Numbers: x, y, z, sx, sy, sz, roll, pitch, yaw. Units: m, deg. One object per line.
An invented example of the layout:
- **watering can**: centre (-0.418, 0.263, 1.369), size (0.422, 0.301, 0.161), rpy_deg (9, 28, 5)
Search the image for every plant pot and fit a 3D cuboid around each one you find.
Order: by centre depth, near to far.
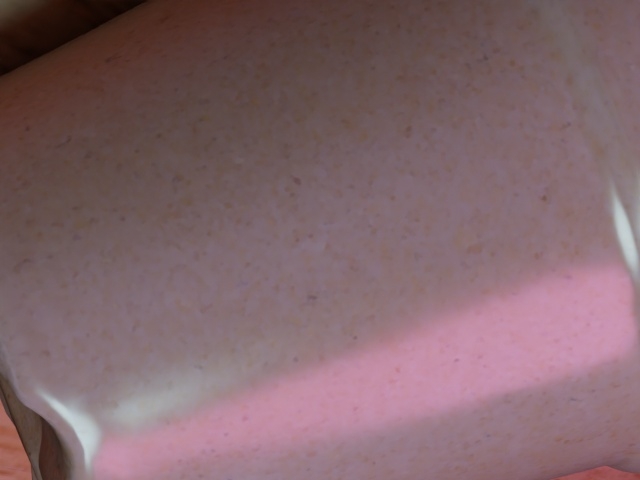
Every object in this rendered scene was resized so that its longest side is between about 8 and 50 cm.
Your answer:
- **plant pot**: centre (0.000, 0.000, 0.839), size (0.305, 0.334, 0.334), rpy_deg (-22, 151, -12)
